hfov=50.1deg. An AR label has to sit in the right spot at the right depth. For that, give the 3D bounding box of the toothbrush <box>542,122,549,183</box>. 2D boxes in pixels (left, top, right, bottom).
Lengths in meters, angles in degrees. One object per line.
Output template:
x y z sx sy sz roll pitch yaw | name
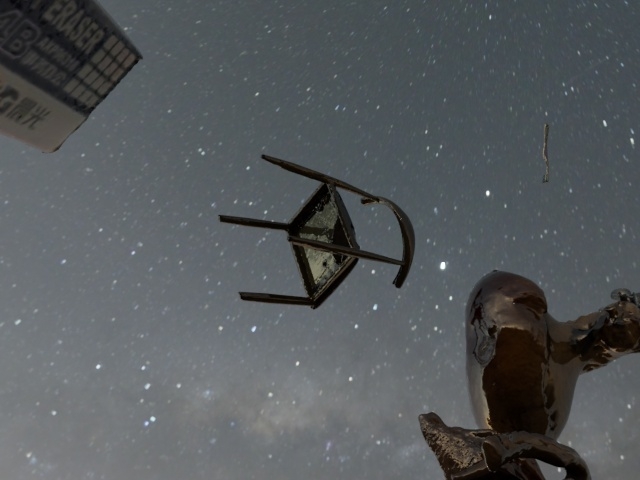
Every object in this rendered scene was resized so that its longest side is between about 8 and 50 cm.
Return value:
0.420 -0.164 1.275 0.011 0.131 0.013 24 -28 -28 | toothbrush

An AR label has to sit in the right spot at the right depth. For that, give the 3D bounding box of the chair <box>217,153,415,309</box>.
0.000 0.000 1.102 0.272 0.188 0.166 8 -41 -36 | chair

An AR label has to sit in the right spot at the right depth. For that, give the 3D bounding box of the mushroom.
0.300 0.183 0.972 0.254 0.267 0.267 22 -58 27 | mushroom

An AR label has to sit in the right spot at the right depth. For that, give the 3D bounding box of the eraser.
-0.221 -0.147 0.441 0.130 0.287 0.086 -43 -94 -2 | eraser

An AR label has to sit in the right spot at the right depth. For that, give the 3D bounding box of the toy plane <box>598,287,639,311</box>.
0.599 0.132 1.260 0.169 0.246 0.078 -17 -87 25 | toy plane

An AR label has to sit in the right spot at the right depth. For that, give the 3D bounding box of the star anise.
0.225 0.268 0.657 0.349 0.109 0.292 43 -16 -12 | star anise
